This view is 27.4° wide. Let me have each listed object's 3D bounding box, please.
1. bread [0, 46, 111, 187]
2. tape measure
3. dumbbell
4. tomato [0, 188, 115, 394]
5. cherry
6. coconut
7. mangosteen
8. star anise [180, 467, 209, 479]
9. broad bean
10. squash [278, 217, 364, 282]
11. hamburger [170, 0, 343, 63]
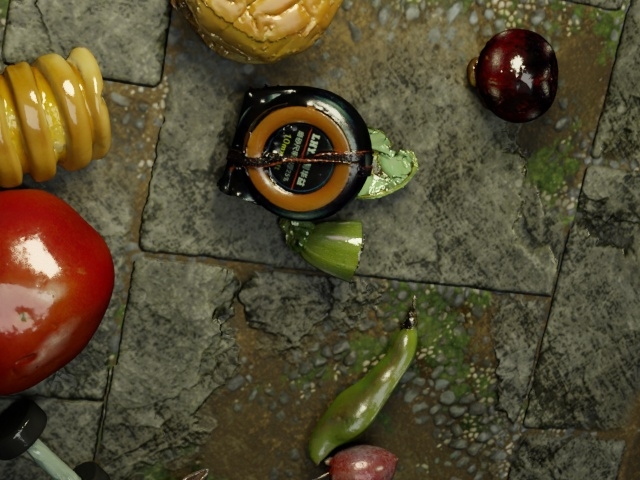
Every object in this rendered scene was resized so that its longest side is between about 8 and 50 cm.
[{"bbox_3d":[-0.448,-0.154,1.836,0.311,0.121,0.173,-16,112,-14],"label":"bread"},{"bbox_3d":[-0.030,-0.132,1.973,0.222,0.135,0.202,19,106,6],"label":"tape measure"},{"bbox_3d":[-0.417,0.338,2.011,0.100,0.100,0.191,-40,115,-5],"label":"dumbbell"},{"bbox_3d":[-0.435,0.077,1.855,0.298,0.226,0.299,-6,110,-16],"label":"tomato"},{"bbox_3d":[0.022,0.394,2.204,0.225,0.107,0.090,-11,109,7],"label":"cherry"},{"bbox_3d":[0.064,-0.124,2.072,0.158,0.055,0.133,40,93,-24],"label":"coconut"},{"bbox_3d":[0.304,-0.260,2.082,0.152,0.152,0.153,-6,108,-19],"label":"mangosteen"},{"bbox_3d":[-0.249,0.473,2.129,0.212,0.073,0.197,-10,106,-15],"label":"star anise"},{"bbox_3d":[0.086,0.244,2.189,0.075,0.067,0.325,37,84,2],"label":"broad bean"},{"bbox_3d":[-0.005,0.006,2.076,0.132,0.105,0.105,11,102,-10],"label":"squash"},{"bbox_3d":[-0.085,-0.368,1.882,0.244,0.163,0.245,-7,110,-19],"label":"hamburger"}]
